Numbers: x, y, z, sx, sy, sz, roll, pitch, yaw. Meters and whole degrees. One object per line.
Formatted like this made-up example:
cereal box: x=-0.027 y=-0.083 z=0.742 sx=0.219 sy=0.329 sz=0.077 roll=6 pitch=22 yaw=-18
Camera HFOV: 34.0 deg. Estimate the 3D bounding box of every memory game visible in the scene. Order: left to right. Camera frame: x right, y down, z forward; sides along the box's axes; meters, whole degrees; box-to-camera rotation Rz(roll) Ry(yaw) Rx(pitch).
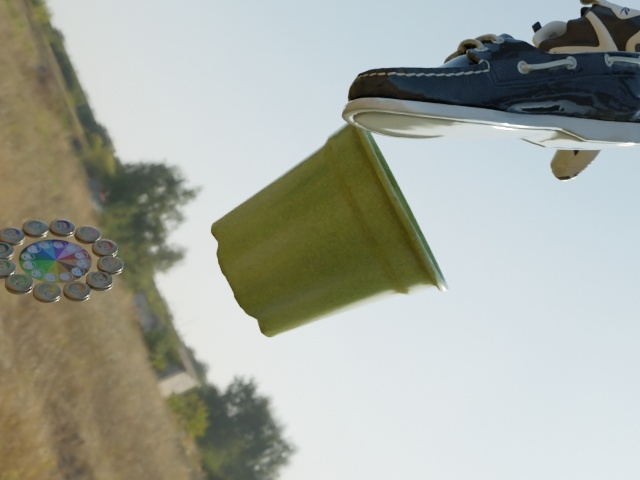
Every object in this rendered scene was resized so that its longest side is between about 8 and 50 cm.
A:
memory game: x=-0.364 y=0.025 z=1.436 sx=0.186 sy=0.186 sz=0.012 roll=55 pitch=-39 yaw=45

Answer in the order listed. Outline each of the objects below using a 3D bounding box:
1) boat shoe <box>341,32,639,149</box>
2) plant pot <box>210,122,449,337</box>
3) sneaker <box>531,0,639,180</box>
boat shoe: x=0.155 y=-0.130 z=0.893 sx=0.114 sy=0.302 sz=0.091 roll=-1 pitch=-93 yaw=59
plant pot: x=0.000 y=0.000 z=1.427 sx=0.276 sy=0.253 sz=0.276 roll=62 pitch=6 yaw=-12
sneaker: x=0.307 y=-0.195 z=1.273 sx=0.153 sy=0.094 sz=0.235 roll=35 pitch=-45 yaw=9
